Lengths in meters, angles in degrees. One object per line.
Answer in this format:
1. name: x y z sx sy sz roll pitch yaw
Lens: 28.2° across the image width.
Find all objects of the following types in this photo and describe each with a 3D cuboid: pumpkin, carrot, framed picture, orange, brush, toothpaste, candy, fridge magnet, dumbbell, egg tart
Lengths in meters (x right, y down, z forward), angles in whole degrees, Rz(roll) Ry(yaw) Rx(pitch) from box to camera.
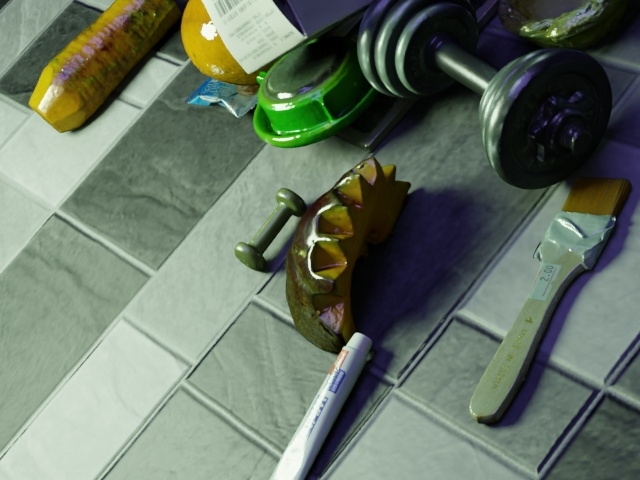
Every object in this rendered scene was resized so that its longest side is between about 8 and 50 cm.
1. pumpkin: 0.000 0.000 1.594 0.149 0.130 0.254 0 56 36
2. carrot: -0.367 -0.314 2.159 0.302 0.114 0.114 -49 42 -12
3. framed picture: 0.103 -0.281 1.849 0.324 0.020 0.240 -47 42 -9
4. orange: -0.091 -0.330 1.912 0.240 0.171 0.240 -22 28 13
5. brush: 0.252 0.062 1.434 0.085 0.020 0.336 10 61 41
6. toothpaste: 0.001 0.206 1.487 0.052 0.033 0.218 12 67 47
7. candy: -0.138 -0.227 1.970 0.136 0.038 0.088 20 54 37
8. fridge magnet: -0.005 -0.211 1.781 0.208 0.088 0.208 -22 36 17
9. dumbbell: -0.067 -0.015 1.714 0.046 0.052 0.118 31 74 18
10. egg tart: 0.328 -0.317 1.670 0.197 0.078 0.197 -21 42 20
11. dumbbell: 0.196 -0.205 1.585 0.179 0.179 0.406 -43 44 -3

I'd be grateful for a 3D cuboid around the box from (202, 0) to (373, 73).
1. box: 0.013 -0.370 1.740 0.333 0.145 0.173 -33 6 -31
